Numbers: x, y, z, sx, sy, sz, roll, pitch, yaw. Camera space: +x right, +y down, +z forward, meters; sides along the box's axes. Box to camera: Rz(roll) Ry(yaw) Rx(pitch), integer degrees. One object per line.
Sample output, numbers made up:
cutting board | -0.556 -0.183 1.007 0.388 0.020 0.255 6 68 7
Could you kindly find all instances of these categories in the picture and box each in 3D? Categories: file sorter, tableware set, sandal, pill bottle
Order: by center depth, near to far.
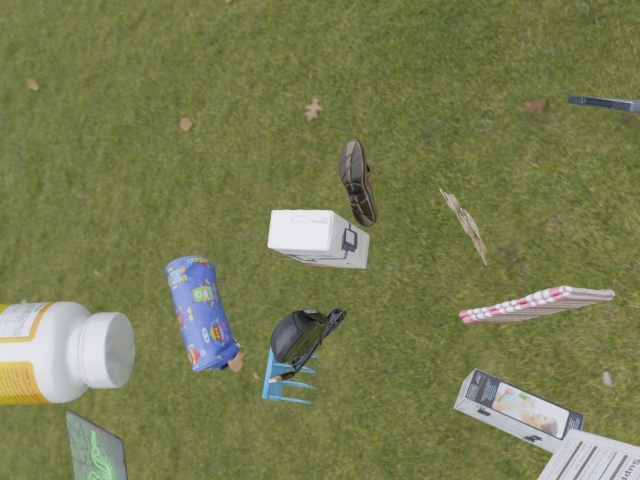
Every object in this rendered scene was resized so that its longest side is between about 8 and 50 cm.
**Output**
pill bottle | -0.390 0.153 0.805 0.246 0.136 0.136 -3 79 5
tableware set | 0.302 -0.030 1.225 0.020 0.141 0.168 -30 34 7
sandal | 0.105 -0.143 1.450 0.090 0.060 0.219 -4 108 50
file sorter | -0.069 0.326 1.513 0.105 0.118 0.170 3 73 15

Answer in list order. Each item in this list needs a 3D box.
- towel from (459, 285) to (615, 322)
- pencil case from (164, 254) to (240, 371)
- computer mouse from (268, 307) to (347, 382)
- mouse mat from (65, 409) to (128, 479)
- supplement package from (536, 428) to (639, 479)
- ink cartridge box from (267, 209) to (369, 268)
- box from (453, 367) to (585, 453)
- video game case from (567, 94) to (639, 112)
towel | 0.338 0.099 0.935 0.197 0.144 0.029 -24 68 44
pencil case | -0.303 0.188 1.532 0.306 0.133 0.119 70 155 13
computer mouse | -0.057 0.195 1.103 0.060 0.262 0.184 41 102 15
mouse mat | -0.364 0.381 0.972 0.153 0.007 0.189 12 112 32
supplement package | 0.267 0.316 0.441 0.262 0.145 0.204 44 73 -7
ink cartridge box | 0.000 0.000 1.503 0.172 0.237 0.100 2 77 27
box | 0.514 0.451 1.556 0.290 0.169 0.087 23 68 13
video game case | 0.731 -0.312 1.369 0.196 0.274 0.026 3 106 -6
